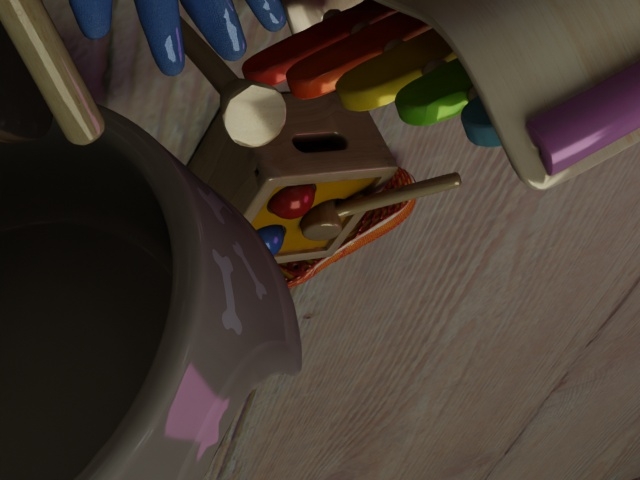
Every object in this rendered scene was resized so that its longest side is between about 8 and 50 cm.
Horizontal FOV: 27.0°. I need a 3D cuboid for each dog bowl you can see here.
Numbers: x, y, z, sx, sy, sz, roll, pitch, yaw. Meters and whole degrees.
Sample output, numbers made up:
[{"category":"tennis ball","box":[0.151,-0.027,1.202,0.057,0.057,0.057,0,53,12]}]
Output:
[{"category":"dog bowl","box":[-0.190,0.068,0.706,0.349,0.348,0.102,-27,141,1]}]

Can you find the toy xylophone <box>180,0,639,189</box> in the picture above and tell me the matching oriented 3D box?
[{"category":"toy xylophone","box":[0.046,-0.113,0.675,0.236,0.322,0.081,-24,116,-2]}]

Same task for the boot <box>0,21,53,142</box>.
[{"category":"boot","box":[-0.237,-0.121,0.590,0.115,0.112,0.305,-17,154,23]}]

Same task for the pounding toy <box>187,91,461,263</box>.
[{"category":"pounding toy","box":[-0.004,-0.037,0.934,0.141,0.100,0.130,-7,149,-35]}]

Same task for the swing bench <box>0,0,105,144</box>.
[{"category":"swing bench","box":[-0.045,-0.211,0.509,0.253,0.165,0.254,-24,149,-3]}]

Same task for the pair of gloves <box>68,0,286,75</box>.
[{"category":"pair of gloves","box":[-0.004,-0.136,0.471,0.198,0.023,0.159,-24,150,-5]}]

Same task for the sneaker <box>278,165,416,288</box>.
[{"category":"sneaker","box":[0.000,0.000,1.056,0.175,0.064,0.067,-24,164,1]}]
